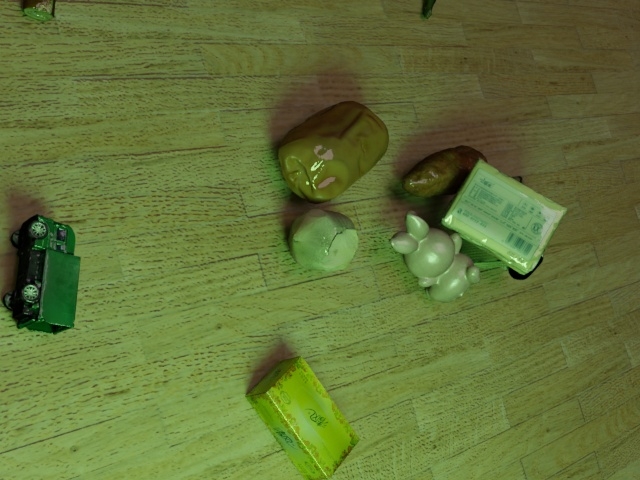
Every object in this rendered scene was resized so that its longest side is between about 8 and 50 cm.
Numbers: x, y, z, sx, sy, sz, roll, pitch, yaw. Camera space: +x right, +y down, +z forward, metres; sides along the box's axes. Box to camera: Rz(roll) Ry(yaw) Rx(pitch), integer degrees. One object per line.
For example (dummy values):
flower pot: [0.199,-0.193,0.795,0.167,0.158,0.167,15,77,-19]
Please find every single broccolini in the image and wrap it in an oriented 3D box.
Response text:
broccolini: [0.249,-0.569,1.944,0.074,0.058,0.201,28,73,-14]

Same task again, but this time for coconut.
coconut: [0.000,0.000,1.468,0.124,0.110,0.110,-2,77,-46]

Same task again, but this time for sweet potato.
sweet potato: [0.242,-0.130,1.737,0.252,0.097,0.097,-23,91,-45]

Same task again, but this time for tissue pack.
tissue pack: [-0.025,0.280,1.381,0.095,0.062,0.176,-43,103,-41]
tissue pack: [0.344,-0.045,1.668,0.196,0.092,0.148,32,82,5]

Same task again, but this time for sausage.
sausage: [0.026,-0.161,1.541,0.241,0.120,0.136,-36,111,-43]

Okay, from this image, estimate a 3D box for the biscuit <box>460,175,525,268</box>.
biscuit: [0.351,-0.037,1.780,0.040,0.121,0.199,43,50,-45]

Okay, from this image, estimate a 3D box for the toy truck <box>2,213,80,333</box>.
toy truck: [-0.368,0.044,1.164,0.079,0.065,0.147,14,66,-40]

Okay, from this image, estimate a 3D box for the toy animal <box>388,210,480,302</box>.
toy animal: [0.200,0.016,1.633,0.212,0.124,0.124,45,51,-26]

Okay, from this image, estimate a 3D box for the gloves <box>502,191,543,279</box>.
gloves: [0.413,-0.019,1.833,0.111,0.127,0.212,-3,39,-3]

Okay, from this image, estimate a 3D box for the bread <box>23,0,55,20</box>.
bread: [-0.410,-0.367,1.293,0.047,0.036,0.083,14,64,-34]
